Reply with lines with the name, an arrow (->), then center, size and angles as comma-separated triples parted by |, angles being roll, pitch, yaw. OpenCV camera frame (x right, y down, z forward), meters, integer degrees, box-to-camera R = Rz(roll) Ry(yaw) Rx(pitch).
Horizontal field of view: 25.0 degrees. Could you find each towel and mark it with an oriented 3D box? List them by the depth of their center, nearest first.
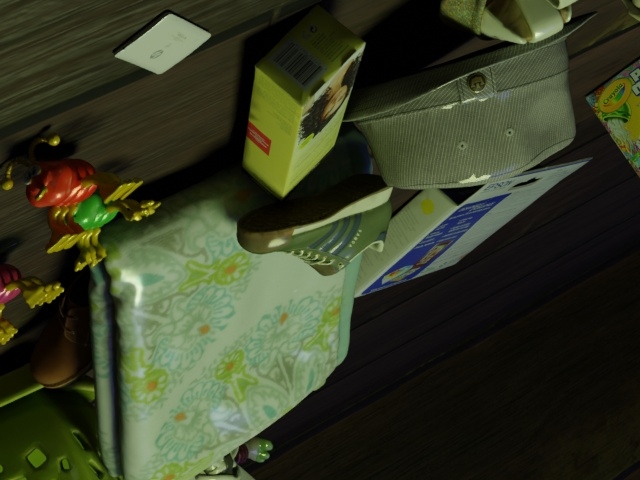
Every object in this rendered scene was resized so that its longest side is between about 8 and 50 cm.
towel -> -0.092, 0.077, 1.518 | 0.320, 0.090, 0.374 | -31, 142, -33

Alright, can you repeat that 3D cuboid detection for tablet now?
tablet -> -0.119, -0.149, 1.099 | 0.054, 0.006, 0.083 | -35, 166, 13

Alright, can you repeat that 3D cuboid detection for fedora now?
fedora -> 0.153, -0.122, 1.405 | 0.275, 0.124, 0.244 | -19, -173, -15

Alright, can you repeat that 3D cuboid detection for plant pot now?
plant pot -> -0.335, 0.266, 1.642 | 0.228, 0.207, 0.227 | -24, 167, 7

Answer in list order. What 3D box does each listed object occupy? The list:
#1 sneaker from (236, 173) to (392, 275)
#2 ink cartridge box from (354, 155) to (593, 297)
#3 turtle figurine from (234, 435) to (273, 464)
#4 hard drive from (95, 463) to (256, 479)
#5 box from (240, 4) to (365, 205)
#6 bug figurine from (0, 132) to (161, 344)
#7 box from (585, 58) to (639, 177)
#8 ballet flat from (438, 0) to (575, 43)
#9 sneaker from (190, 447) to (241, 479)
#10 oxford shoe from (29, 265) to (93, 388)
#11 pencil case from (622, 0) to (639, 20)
sneaker -> 0.000, 0.000, 1.418 | 0.192, 0.064, 0.086 | -22, 122, -39
ink cartridge box -> 0.212, -0.044, 2.141 | 0.307, 0.072, 0.304 | -44, 162, 34
turtle figurine -> -0.144, 0.348, 2.465 | 0.275, 0.197, 0.266 | -33, 174, 28
hard drive -> -0.201, 0.413, 2.326 | 0.210, 0.319, 0.040 | -42, -170, 36
box -> -0.020, -0.115, 1.294 | 0.087, 0.058, 0.232 | -47, 173, -17
bug figurine -> -0.261, 0.013, 1.220 | 0.279, 0.072, 0.216 | -40, 172, 12
box -> 0.587, -0.171, 2.061 | 0.290, 0.279, 0.177 | -36, 167, 17
ballet flat -> 0.176, -0.234, 1.233 | 0.123, 0.123, 0.348 | -30, 167, -11
sneaker -> -0.134, 0.275, 2.077 | 0.447, 0.257, 0.169 | -41, 165, 32
oxford shoe -> -0.249, 0.074, 1.495 | 0.212, 0.076, 0.076 | -50, 156, 23
pencil case -> 0.463, -0.325, 1.287 | 0.410, 0.160, 0.183 | -17, 140, -7
